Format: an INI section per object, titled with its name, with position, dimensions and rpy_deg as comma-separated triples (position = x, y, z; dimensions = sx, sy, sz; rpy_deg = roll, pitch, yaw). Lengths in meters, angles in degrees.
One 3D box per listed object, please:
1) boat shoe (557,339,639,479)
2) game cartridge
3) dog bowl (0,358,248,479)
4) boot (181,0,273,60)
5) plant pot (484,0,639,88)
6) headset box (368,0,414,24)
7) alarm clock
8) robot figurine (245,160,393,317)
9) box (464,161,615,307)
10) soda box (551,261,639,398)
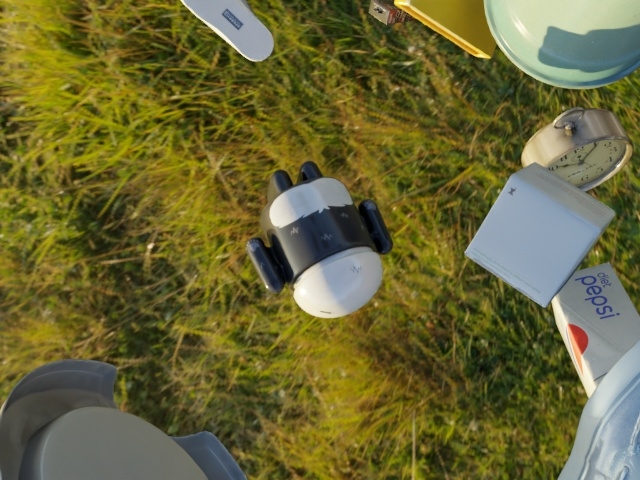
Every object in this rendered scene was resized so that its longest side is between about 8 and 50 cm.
[boat shoe]
position = 0.238, 0.165, 0.639
dimensions = 0.081, 0.079, 0.227
rpy_deg = 41, 136, 38
[game cartridge]
position = 0.289, -0.548, 1.625
dimensions = 0.053, 0.285, 0.323
rpy_deg = 20, 93, 44
[dog bowl]
position = -0.189, 0.282, 0.820
dimensions = 0.102, 0.349, 0.349
rpy_deg = -42, 91, 15
[boot]
position = -0.145, -0.328, 1.183
dimensions = 0.069, 0.086, 0.190
rpy_deg = -41, 122, 3
[plant pot]
position = 0.466, -0.457, 1.397
dimensions = 0.341, 0.334, 0.341
rpy_deg = 0, 85, 1
[headset box]
position = 0.145, -0.473, 1.756
dimensions = 0.062, 0.083, 0.032
rpy_deg = 46, 138, 38
[alarm clock]
position = 0.312, -0.117, 1.051
dimensions = 0.129, 0.192, 0.064
rpy_deg = -23, 65, 11
[robot figurine]
position = -0.002, 0.002, 1.507
dimensions = 0.209, 0.174, 0.278
rpy_deg = -33, 69, 18
[box]
position = 0.222, -0.008, 0.862
dimensions = 0.101, 0.087, 0.102
rpy_deg = 35, 116, 16
[soda box]
position = 0.395, 0.155, 1.155
dimensions = 0.098, 0.286, 0.091
rpy_deg = -16, 123, 8
